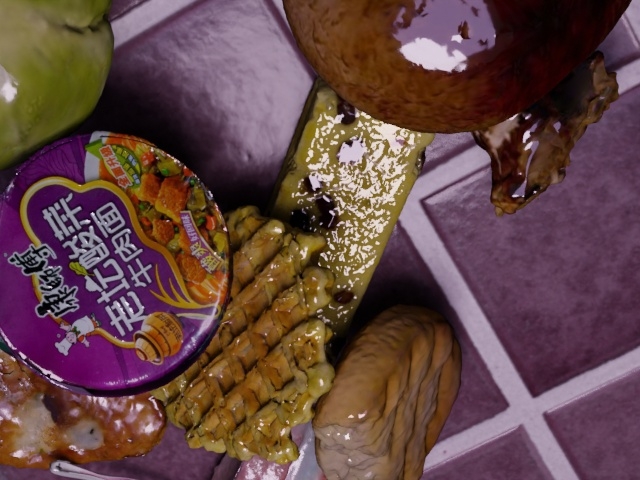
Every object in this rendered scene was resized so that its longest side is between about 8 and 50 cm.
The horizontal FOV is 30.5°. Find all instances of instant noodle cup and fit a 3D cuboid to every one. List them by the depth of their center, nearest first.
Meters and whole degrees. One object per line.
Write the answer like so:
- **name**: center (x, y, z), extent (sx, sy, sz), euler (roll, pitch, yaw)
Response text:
- **instant noodle cup**: center (-0.237, 0.030, 1.173), extent (0.251, 0.190, 0.251), euler (3, 83, -29)

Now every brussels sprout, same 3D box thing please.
- **brussels sprout**: center (-0.340, -0.193, 1.105), extent (0.316, 0.243, 0.274), euler (-27, 129, -2)

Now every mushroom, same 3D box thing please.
- **mushroom**: center (0.148, -0.248, 1.108), extent (0.334, 0.356, 0.331), euler (41, 98, 16)

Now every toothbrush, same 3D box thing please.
- **toothbrush**: center (-0.229, 0.282, 1.373), extent (0.204, 0.017, 0.022), euler (25, 125, -40)

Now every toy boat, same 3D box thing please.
- **toy boat**: center (0.008, 0.321, 1.401), extent (0.282, 0.096, 0.206), euler (28, 94, -17)

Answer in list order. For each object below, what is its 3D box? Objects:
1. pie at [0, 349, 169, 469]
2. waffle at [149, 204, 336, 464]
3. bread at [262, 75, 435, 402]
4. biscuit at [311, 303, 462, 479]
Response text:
- **pie**: center (-0.319, 0.139, 1.326), extent (0.308, 0.085, 0.308), euler (0, 113, 0)
- **waffle**: center (-0.085, 0.094, 1.212), extent (0.051, 0.291, 0.291), euler (11, 118, -45)
- **bread**: center (0.000, 0.000, 1.270), extent (0.138, 0.077, 0.361), euler (20, 111, -7)
- **biscuit**: center (0.072, 0.178, 1.275), extent (0.091, 0.213, 0.274), euler (21, 144, 26)
